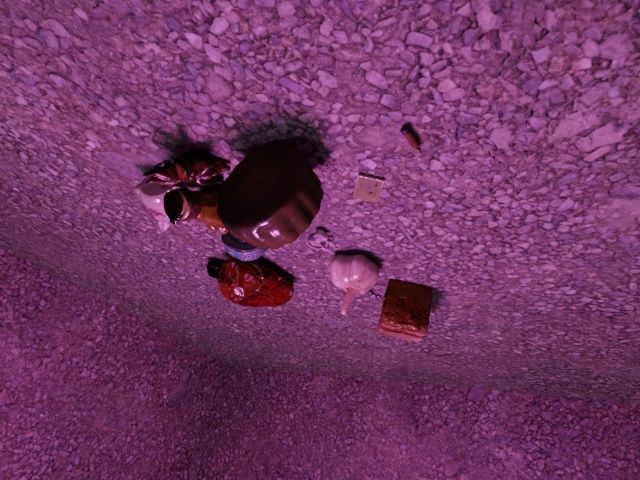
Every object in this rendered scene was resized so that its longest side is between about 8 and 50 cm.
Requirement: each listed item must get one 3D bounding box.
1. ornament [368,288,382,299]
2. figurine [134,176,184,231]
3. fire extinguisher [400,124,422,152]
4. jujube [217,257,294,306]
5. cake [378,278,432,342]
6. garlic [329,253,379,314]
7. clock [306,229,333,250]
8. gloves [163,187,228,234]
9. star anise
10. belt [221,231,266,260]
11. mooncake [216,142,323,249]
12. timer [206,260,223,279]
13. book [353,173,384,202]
[{"bbox_3d":[0.208,0.204,1.829,0.125,0.028,0.073,39,163,29],"label":"ornament"},{"bbox_3d":[-0.528,-0.124,1.538,0.155,0.127,0.235,-18,150,-8],"label":"figurine"},{"bbox_3d":[0.225,-0.247,1.081,0.022,0.028,0.083,-37,131,15],"label":"fire extinguisher"},{"bbox_3d":[-0.274,0.193,1.920,0.342,0.216,0.216,18,155,-37],"label":"jujube"},{"bbox_3d":[0.342,0.314,1.859,0.196,0.199,0.293,10,152,3],"label":"cake"},{"bbox_3d":[0.114,0.171,1.672,0.199,0.226,0.199,14,156,6],"label":"garlic"},{"bbox_3d":[0.000,0.000,1.607,0.087,0.041,0.129,21,156,-5],"label":"clock"},{"bbox_3d":[-0.362,-0.102,1.468,0.154,0.141,0.331,-3,173,30],"label":"gloves"},{"bbox_3d":[-0.405,-0.220,1.327,0.271,0.103,0.272,-9,173,-1],"label":"star anise"},{"bbox_3d":[-0.283,-0.001,1.631,0.163,0.148,0.082,-9,147,-3],"label":"belt"},{"bbox_3d":[-0.135,-0.112,1.214,0.290,0.290,0.161,-5,149,31],"label":"mooncake"},{"bbox_3d":[-0.428,0.142,2.042,0.187,0.055,0.144,11,153,-2],"label":"timer"},{"bbox_3d":[0.140,-0.152,1.300,0.077,0.014,0.111,13,151,2],"label":"book"}]
